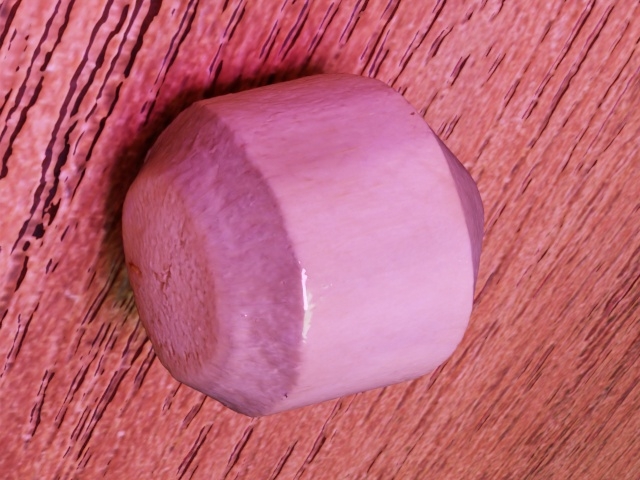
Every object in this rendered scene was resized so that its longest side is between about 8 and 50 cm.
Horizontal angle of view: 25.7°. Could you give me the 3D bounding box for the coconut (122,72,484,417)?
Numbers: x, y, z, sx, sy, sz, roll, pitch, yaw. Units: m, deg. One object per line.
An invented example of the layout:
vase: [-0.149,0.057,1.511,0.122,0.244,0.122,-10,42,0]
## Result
coconut: [0.000,0.000,0.864,0.222,0.202,0.202,-13,136,-29]
